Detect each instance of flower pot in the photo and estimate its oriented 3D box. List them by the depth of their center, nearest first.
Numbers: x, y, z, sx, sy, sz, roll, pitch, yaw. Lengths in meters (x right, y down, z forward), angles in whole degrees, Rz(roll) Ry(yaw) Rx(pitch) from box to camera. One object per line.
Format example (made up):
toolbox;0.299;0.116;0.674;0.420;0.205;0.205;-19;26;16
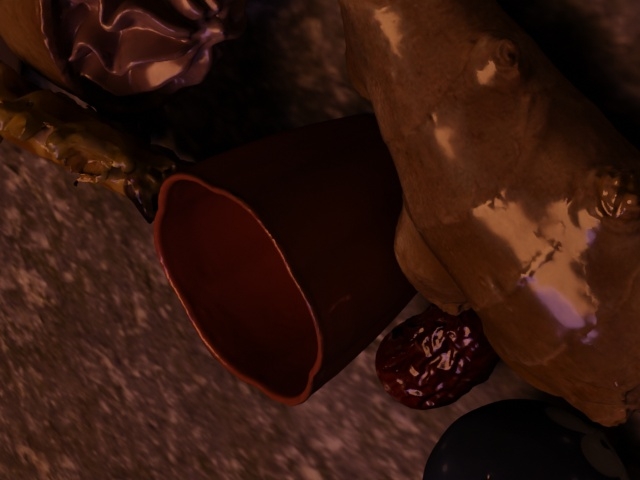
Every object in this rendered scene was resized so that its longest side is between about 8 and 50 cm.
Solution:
flower pot;0.000;0.000;1.146;0.191;0.173;0.190;38;145;34

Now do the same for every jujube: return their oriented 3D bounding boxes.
jujube;0.096;0.082;1.183;0.077;0.077;0.129;55;138;8

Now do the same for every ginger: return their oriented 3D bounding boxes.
ginger;0.118;-0.059;1.008;0.236;0.166;0.375;83;167;-70

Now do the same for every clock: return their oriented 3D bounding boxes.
clock;0.157;0.225;1.152;0.199;0.146;0.243;40;152;37

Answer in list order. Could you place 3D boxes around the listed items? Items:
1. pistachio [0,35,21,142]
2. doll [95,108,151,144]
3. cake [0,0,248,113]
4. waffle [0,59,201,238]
pistachio;-0.392;-0.196;1.533;0.194;0.214;0.318;3;134;11
doll;-0.201;-0.144;1.436;0.139;0.057;0.165;43;151;20
cake;-0.134;-0.196;1.162;0.178;0.185;0.207;16;111;45
waffle;-0.170;-0.069;1.273;0.312;0.060;0.307;27;-177;-25
